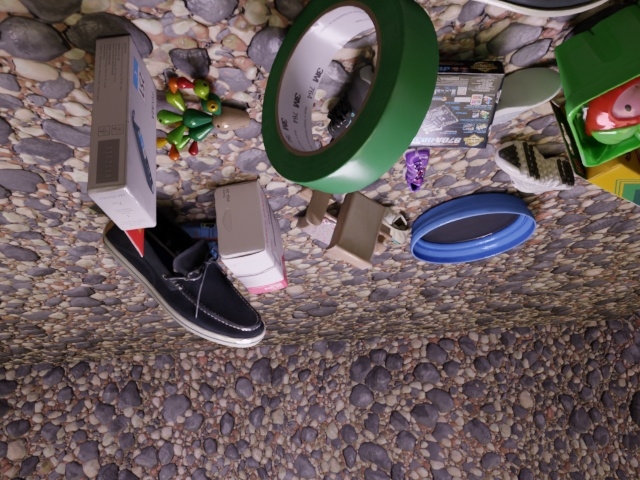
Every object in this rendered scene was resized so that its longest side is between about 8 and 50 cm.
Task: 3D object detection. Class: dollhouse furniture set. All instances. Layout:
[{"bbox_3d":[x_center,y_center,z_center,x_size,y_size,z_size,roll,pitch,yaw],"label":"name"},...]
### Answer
[{"bbox_3d":[0.000,0.000,1.472,0.303,0.173,0.355,29,153,-22],"label":"dollhouse furniture set"}]

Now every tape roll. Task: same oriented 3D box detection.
[{"bbox_3d":[0.031,-0.235,0.828,0.077,0.321,0.321,14,148,-39],"label":"tape roll"}]

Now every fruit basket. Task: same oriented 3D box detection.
[{"bbox_3d":[0.632,-0.229,0.920,0.392,0.392,0.283,-20,153,27],"label":"fruit basket"}]

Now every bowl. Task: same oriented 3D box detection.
[{"bbox_3d":[0.476,-0.033,1.710,0.391,0.077,0.391,-5,156,-2],"label":"bowl"}]

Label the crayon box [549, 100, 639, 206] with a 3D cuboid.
[{"bbox_3d":[0.654,-0.207,1.210,0.319,0.202,0.081,11,150,-37],"label":"crayon box"}]

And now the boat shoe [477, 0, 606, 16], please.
[{"bbox_3d":[0.257,-0.380,0.685,0.340,0.127,0.113,6,166,-6],"label":"boat shoe"}]

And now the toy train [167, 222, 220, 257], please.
[{"bbox_3d":[-0.359,0.002,1.521,0.184,0.105,0.080,0,168,-12],"label":"toy train"}]

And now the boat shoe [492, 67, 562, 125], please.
[{"bbox_3d":[0.384,-0.290,1.125,0.228,0.079,0.081,-18,173,22],"label":"boat shoe"}]

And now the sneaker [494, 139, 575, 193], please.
[{"bbox_3d":[0.532,-0.174,1.386,0.292,0.110,0.118,12,159,-36],"label":"sneaker"}]

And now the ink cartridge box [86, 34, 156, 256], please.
[{"bbox_3d":[-0.322,-0.154,0.947,0.066,0.296,0.261,-7,157,-1],"label":"ink cartridge box"}]

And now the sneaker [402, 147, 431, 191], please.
[{"bbox_3d":[0.242,-0.176,1.329,0.068,0.071,0.170,-9,155,4],"label":"sneaker"}]

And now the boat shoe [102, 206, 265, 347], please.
[{"bbox_3d":[-0.335,0.082,1.370,0.156,0.500,0.187,-52,175,27],"label":"boat shoe"}]

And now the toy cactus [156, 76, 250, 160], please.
[{"bbox_3d":[-0.225,-0.235,1.054,0.181,0.112,0.219,-5,149,-28],"label":"toy cactus"}]

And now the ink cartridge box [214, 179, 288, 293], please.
[{"bbox_3d":[-0.180,0.000,1.439,0.117,0.207,0.283,-11,156,4],"label":"ink cartridge box"}]

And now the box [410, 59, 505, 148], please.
[{"bbox_3d":[0.230,-0.264,1.053,0.220,0.051,0.175,2,139,4],"label":"box"}]

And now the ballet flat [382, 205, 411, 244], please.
[{"bbox_3d":[0.197,-0.060,1.590,0.086,0.086,0.248,-21,154,28],"label":"ballet flat"}]

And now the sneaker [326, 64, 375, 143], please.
[{"bbox_3d":[0.067,-0.246,1.091,0.106,0.101,0.267,-4,156,0],"label":"sneaker"}]
